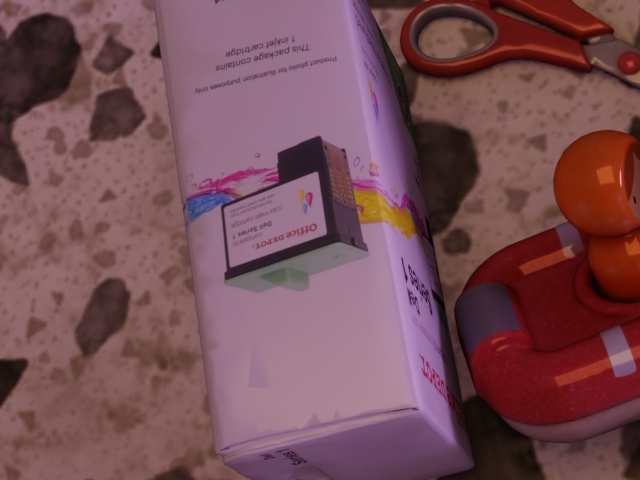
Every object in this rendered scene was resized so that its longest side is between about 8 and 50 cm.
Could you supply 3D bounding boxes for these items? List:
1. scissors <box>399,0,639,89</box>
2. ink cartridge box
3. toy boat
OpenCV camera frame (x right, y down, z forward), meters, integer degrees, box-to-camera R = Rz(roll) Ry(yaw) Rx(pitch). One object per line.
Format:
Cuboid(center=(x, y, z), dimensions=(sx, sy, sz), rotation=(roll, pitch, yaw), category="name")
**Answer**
Cuboid(center=(0.188, -0.130, 1.055), dimensions=(0.297, 0.021, 0.109), rotation=(17, 76, 20), category="scissors")
Cuboid(center=(0.000, 0.000, 0.964), dimensions=(0.117, 0.201, 0.278), rotation=(-13, 71, 10), category="ink cartridge box")
Cuboid(center=(0.178, 0.002, 0.929), dimensions=(0.231, 0.151, 0.151), rotation=(-22, 33, 6), category="toy boat")
